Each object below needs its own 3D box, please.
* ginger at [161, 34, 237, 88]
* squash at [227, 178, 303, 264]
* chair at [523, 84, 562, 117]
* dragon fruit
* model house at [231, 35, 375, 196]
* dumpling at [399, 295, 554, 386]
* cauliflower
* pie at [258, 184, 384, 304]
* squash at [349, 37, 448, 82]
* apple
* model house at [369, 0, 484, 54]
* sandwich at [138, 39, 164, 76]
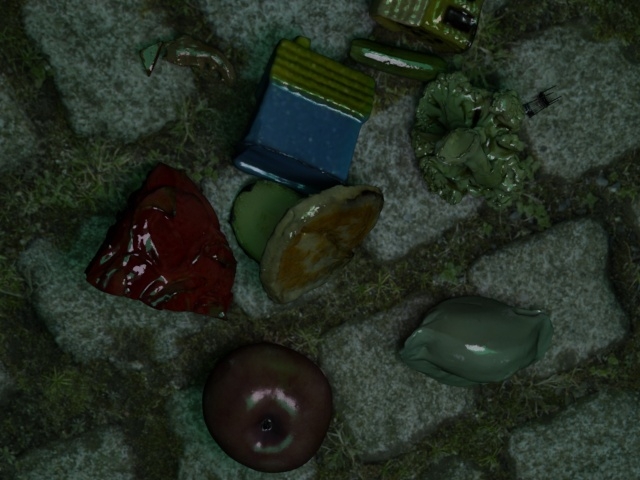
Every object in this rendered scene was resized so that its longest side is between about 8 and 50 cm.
[{"bbox_3d":[-0.253,-0.388,1.770,0.173,0.051,0.070,22,99,-10],"label":"ginger"},{"bbox_3d":[-0.104,-0.048,1.845,0.184,0.085,0.192,39,111,15],"label":"squash"},{"bbox_3d":[0.513,-0.322,1.909,0.086,0.042,0.037,-28,104,33],"label":"chair"},{"bbox_3d":[-0.290,0.028,1.747,0.329,0.228,0.286,35,91,-11],"label":"dragon fruit"},{"bbox_3d":[-0.032,-0.269,1.747,0.237,0.215,0.303,21,84,-11],"label":"model house"},{"bbox_3d":[0.366,0.228,1.907,0.320,0.270,0.212,16,74,13],"label":"dumpling"},{"bbox_3d":[0.335,-0.213,1.773,0.260,0.281,0.327,-38,97,-6],"label":"cauliflower"},{"bbox_3d":[0.001,0.000,1.762,0.339,0.339,0.077,-39,67,-1],"label":"pie"},{"bbox_3d":[0.174,-0.398,1.827,0.228,0.066,0.066,12,98,-9],"label":"squash"},{"bbox_3d":[-0.113,0.371,1.827,0.305,0.235,0.306,-2,102,-9],"label":"apple"},{"bbox_3d":[0.218,-0.525,1.748,0.234,0.175,0.194,18,97,-15],"label":"model house"},{"bbox_3d":[-0.367,-0.394,1.761,0.044,0.031,0.083,21,94,-16],"label":"sandwich"}]
